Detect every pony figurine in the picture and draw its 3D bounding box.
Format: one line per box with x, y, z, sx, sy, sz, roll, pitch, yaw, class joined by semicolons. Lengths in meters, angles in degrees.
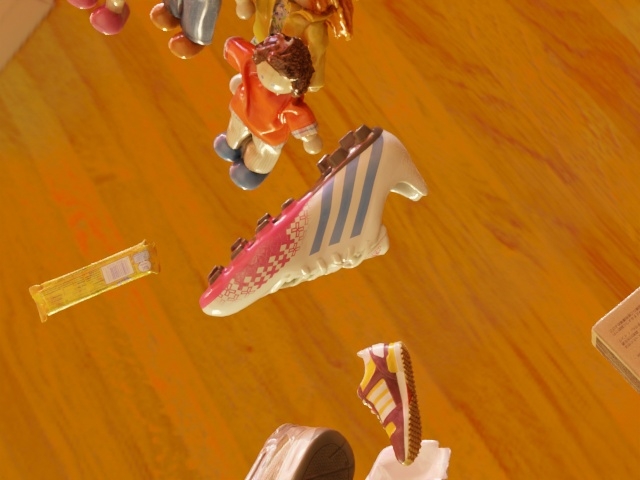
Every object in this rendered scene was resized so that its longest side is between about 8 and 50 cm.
0.080;0.518;1.722;0.351;0.363;0.303;-1;40;40;pony figurine

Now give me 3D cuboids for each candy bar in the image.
-0.238;0.042;1.020;0.161;0.018;0.040;-22;85;18;candy bar

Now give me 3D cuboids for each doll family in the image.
-0.064;-0.175;0.661;0.263;0.118;0.163;46;149;7;doll family

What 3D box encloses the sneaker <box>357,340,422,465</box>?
0.100;0.246;1.455;0.084;0.069;0.185;-12;66;19;sneaker

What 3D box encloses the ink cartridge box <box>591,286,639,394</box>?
0.457;0.101;1.093;0.234;0.088;0.193;-39;68;-1;ink cartridge box

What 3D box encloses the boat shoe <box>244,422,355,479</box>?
-0.076;0.342;1.057;0.103;0.118;0.320;0;53;47;boat shoe

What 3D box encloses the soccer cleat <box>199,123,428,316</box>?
0.000;0.000;1.221;0.331;0.116;0.143;-44;97;-9;soccer cleat
